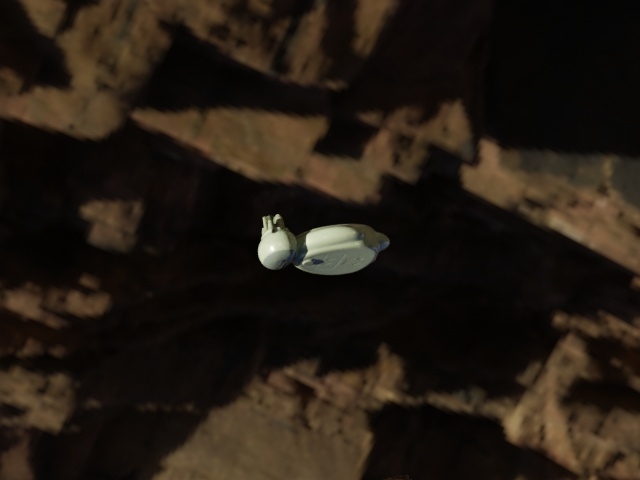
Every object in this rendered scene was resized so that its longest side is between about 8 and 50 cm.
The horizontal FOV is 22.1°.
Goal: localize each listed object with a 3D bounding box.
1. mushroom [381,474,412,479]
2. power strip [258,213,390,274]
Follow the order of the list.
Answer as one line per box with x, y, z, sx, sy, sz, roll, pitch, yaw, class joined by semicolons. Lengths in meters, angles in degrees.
0.056;0.323;1.587;0.141;0.188;0.117;-11;-139;-47;mushroom
0.000;0.000;1.022;0.083;0.055;0.035;0;-116;-24;power strip
